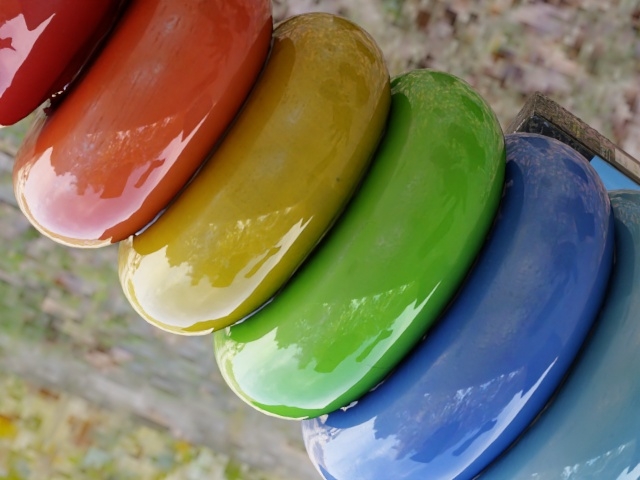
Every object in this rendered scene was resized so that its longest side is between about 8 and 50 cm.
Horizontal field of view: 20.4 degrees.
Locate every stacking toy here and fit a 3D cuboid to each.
[{"bbox_3d":[0.000,0.000,0.481,0.330,0.141,0.141,34,158,-15],"label":"stacking toy"}]

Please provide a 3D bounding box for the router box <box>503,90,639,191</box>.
[{"bbox_3d":[0.097,0.043,0.791,0.133,0.179,0.046,34,-159,-4],"label":"router box"}]
